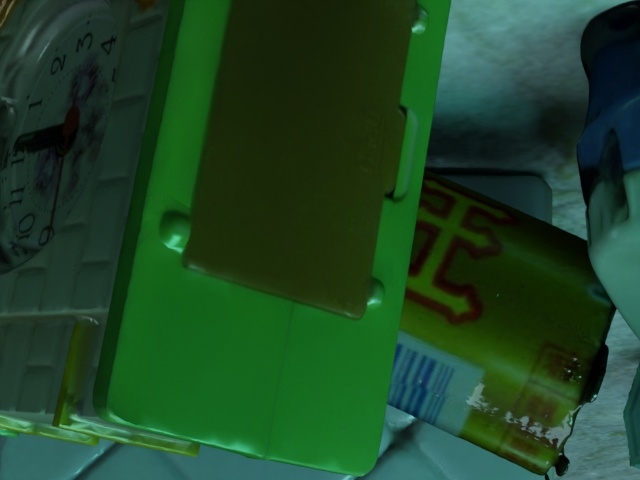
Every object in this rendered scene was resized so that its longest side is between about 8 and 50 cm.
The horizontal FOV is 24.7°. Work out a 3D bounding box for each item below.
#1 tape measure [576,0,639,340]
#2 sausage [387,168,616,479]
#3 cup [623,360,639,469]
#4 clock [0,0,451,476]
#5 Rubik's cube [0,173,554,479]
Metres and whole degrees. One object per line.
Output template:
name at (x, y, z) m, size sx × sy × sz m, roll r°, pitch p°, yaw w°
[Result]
tape measure at (0.262, -0.010, 0.678) m, size 0.262 × 0.138 × 0.259 m, roll -6°, pitch 161°, yaw 27°
sausage at (0.001, -0.001, 0.749) m, size 0.317 × 0.125 × 0.117 m, roll 26°, pitch 124°, yaw 8°
cup at (0.373, 0.160, 1.180) m, size 0.235 × 0.134 × 0.148 m, roll 12°, pitch -171°, yaw -11°
clock at (-0.081, -0.031, 0.567) m, size 0.106 × 0.220 × 0.255 m, roll 19°, pitch 165°, yaw -36°
Rubik's cube at (-0.013, 0.152, 0.938) m, size 0.322 × 0.319 × 0.316 m, roll 1°, pitch 161°, yaw 5°
